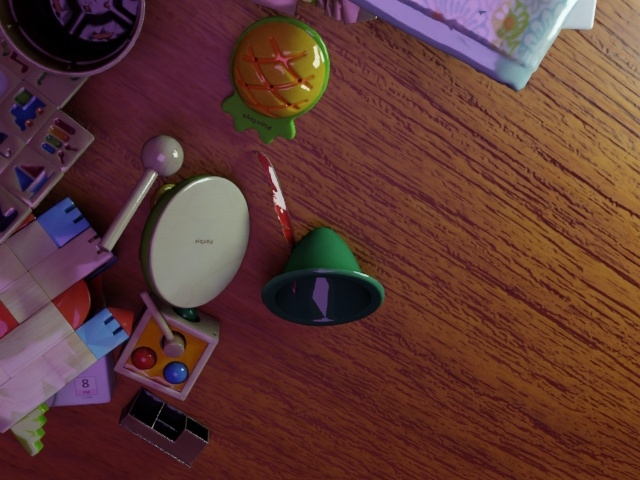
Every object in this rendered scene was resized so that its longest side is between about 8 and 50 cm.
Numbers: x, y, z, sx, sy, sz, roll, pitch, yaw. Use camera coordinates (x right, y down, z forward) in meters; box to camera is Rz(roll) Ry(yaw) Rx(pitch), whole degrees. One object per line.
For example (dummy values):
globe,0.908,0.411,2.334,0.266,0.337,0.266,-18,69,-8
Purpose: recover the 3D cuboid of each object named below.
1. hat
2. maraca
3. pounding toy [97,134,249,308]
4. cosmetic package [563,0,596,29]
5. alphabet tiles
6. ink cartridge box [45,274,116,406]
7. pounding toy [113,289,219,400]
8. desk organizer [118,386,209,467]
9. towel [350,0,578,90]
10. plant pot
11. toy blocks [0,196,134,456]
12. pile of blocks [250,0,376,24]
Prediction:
hat,0.000,0.000,1.124,0.173,0.183,0.208,-3,150,3
maraca,-0.060,-0.205,1.014,0.127,0.099,0.185,25,130,-4
pounding toy,-0.208,-0.022,1.046,0.183,0.110,0.237,-61,144,-15
cosmetic package,0.292,-0.389,0.989,0.117,0.085,0.231,2,110,-6
alphabet tiles,-0.460,-0.164,0.950,0.342,0.011,0.285,38,82,3
ink cartridge box,-0.402,0.126,1.115,0.189,0.066,0.232,-3,113,-4
pounding toy,-0.219,0.138,1.109,0.130,0.100,0.141,27,104,-14
desk organizer,-0.235,0.282,1.185,0.130,0.047,0.050,36,100,-15
towel,0.144,-0.385,0.849,0.375,0.090,0.320,27,108,-8
plant pot,-0.281,-0.286,0.927,0.167,0.165,0.166,-1,108,-4
toy blocks,-0.387,0.051,1.026,0.261,0.191,0.381,-38,92,-13
pile of blocks,0.069,-0.352,0.967,0.362,0.112,0.148,-7,109,4
